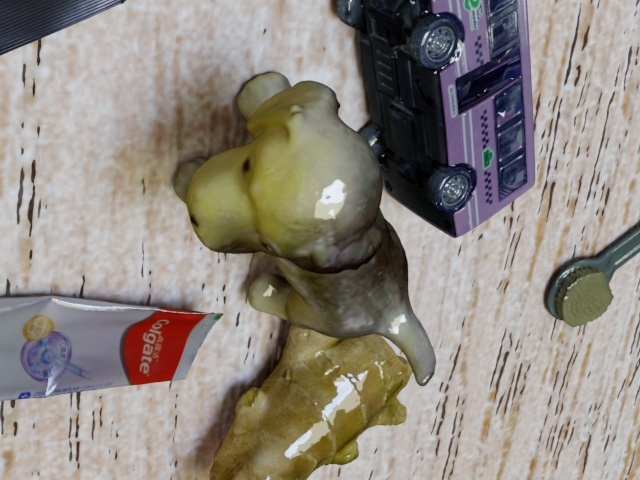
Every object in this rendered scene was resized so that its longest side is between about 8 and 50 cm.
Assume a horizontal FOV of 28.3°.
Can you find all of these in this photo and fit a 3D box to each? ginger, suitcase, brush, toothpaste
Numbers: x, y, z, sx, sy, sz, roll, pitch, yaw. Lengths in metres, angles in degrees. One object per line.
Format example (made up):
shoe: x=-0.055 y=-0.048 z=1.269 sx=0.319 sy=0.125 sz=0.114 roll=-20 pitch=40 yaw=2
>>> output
ginger: x=-0.004 y=0.124 z=0.942 sx=0.205 sy=0.081 sz=0.115 roll=-59 pitch=143 yaw=1
suitcase: x=-0.152 y=-0.149 z=0.677 sx=0.126 sy=0.059 sz=0.086 roll=-27 pitch=168 yaw=-15
brush: x=0.302 y=-0.017 z=1.098 sx=0.266 sy=0.027 sz=0.062 roll=-37 pitch=131 yaw=-10
toothpaste: x=-0.202 y=0.072 z=0.802 sx=0.301 sy=0.048 sz=0.075 roll=0 pitch=112 yaw=-36

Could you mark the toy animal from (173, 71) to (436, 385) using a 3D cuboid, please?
toy animal: x=-0.012 y=-0.012 z=0.804 sx=0.121 sy=0.168 sz=0.233 roll=-43 pitch=141 yaw=-8

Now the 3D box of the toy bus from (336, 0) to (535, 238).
toy bus: x=0.087 y=-0.109 z=0.855 sx=0.108 sy=0.096 sz=0.199 roll=-28 pitch=131 yaw=-23
